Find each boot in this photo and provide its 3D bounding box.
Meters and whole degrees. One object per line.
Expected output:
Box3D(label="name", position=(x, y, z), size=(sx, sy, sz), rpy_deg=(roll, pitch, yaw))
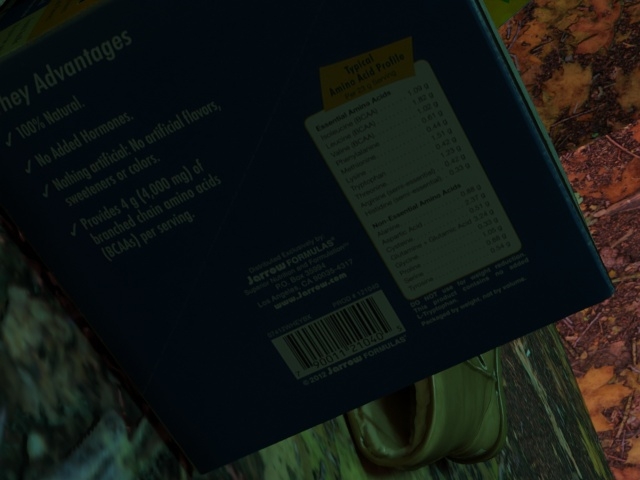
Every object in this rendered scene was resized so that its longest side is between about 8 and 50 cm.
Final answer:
Box3D(label="boot", position=(0.082, 0.064, 0.894), size=(0.269, 0.089, 0.236), rpy_deg=(32, 42, -66))

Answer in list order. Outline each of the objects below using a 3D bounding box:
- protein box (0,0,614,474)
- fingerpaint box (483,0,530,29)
Box3D(label="protein box", position=(-0.014, -0.045, 0.493), size=(0.201, 0.199, 0.136), rpy_deg=(59, 14, -24))
Box3D(label="fingerpaint box", position=(0.048, -0.483, 1.389), size=(0.445, 0.163, 0.371), rpy_deg=(49, 0, 41))
